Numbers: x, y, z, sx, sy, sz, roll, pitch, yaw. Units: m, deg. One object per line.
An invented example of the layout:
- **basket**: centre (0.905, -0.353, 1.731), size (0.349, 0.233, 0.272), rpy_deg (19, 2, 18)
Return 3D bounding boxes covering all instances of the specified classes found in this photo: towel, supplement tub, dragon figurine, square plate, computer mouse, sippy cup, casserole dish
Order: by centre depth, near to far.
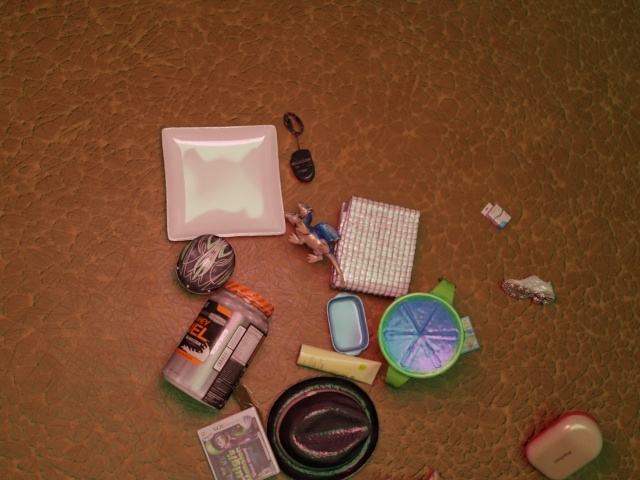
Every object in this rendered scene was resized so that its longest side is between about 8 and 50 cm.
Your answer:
- **supplement tub**: centre (-0.270, 0.281, 1.688), size (0.194, 0.193, 0.316), rpy_deg (32, 73, -3)
- **sippy cup**: centre (0.282, 0.263, 1.768), size (0.305, 0.224, 0.240), rpy_deg (-25, 83, 4)
- **dragon figurine**: centre (0.000, 0.000, 1.790), size (0.289, 0.144, 0.085), rpy_deg (41, 117, 9)
- **casserole dish**: centre (0.079, 0.250, 1.844), size (0.114, 0.037, 0.188), rpy_deg (-8, 79, -12)
- **square plate**: centre (-0.290, -0.174, 1.856), size (0.344, 0.049, 0.347), rpy_deg (-4, 79, -11)
- **towel**: centre (0.158, 0.025, 1.869), size (0.235, 0.121, 0.283), rpy_deg (11, 78, -7)
- **computer mouse**: centre (-0.069, -0.291, 1.935), size (0.071, 0.041, 0.242), rpy_deg (-14, 76, 3)

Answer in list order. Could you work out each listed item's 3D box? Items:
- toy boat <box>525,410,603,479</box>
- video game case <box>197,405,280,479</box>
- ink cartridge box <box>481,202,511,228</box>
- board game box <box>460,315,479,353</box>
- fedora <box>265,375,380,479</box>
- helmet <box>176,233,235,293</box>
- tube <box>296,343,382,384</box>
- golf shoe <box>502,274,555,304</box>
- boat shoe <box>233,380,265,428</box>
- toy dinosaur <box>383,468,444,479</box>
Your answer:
- **toy boat**: centre (0.728, 0.594, 1.849), size (0.151, 0.151, 0.231), rpy_deg (40, 116, -1)
- **video game case**: centre (-0.226, 0.578, 1.698), size (0.173, 0.022, 0.190), rpy_deg (-23, 84, 2)
- **ink cartridge box**: centre (0.573, -0.083, 2.016), size (0.083, 0.028, 0.048), rpy_deg (42, 74, 0)
- **board game box**: centre (0.400, 0.304, 1.901), size (0.154, 0.026, 0.103), rpy_deg (-15, 82, -14)
- **fedora**: centre (0.019, 0.529, 1.713), size (0.334, 0.152, 0.334), rpy_deg (2, 78, -10)
- **helmet**: centre (-0.320, 0.065, 1.734), size (0.169, 0.161, 0.169), rpy_deg (0, 90, -4)
- **tube**: centre (0.051, 0.358, 1.799), size (0.240, 0.070, 0.062), rpy_deg (16, 73, -7)
- **golf shoe**: centre (0.662, 0.144, 1.978), size (0.176, 0.069, 0.086), rpy_deg (18, 55, -10)
- **boat shoe**: centre (-0.199, 0.468, 1.742), size (0.056, 0.048, 0.153), rpy_deg (-29, 88, 1)
- **toy dinosaur**: centre (0.233, 0.762, 1.731), size (0.296, 0.127, 0.200), rpy_deg (-39, 124, 0)
